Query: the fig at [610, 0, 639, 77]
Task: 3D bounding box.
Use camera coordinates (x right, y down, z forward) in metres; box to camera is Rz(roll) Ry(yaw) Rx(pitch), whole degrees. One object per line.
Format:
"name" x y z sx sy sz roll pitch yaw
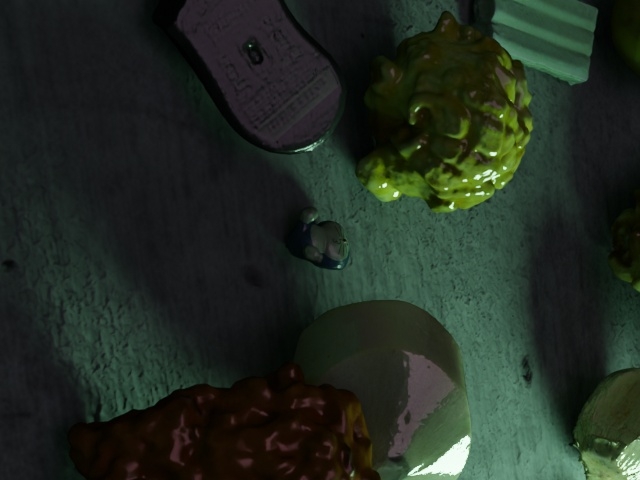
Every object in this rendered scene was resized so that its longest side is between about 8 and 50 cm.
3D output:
"fig" 0.541 -0.314 2.082 0.230 0.207 0.207 30 69 -38

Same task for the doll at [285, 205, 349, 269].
"doll" 0.000 0.000 1.676 0.083 0.050 0.076 16 60 -40

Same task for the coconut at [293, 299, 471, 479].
"coconut" 0.064 0.187 1.600 0.241 0.241 0.241 1 89 -43

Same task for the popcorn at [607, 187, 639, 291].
"popcorn" 0.548 0.003 2.079 0.252 0.215 0.286 32 65 -42

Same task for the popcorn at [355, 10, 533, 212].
"popcorn" 0.143 -0.151 1.723 0.235 0.217 0.181 70 23 -9

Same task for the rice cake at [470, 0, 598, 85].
"rice cake" 0.297 -0.297 1.960 0.237 0.043 0.127 13 81 -43

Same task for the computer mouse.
"computer mouse" -0.084 -0.212 1.575 0.147 0.088 0.264 -40 117 -16

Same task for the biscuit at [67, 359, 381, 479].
"biscuit" -0.077 0.294 1.438 0.318 0.110 0.312 -16 81 -6

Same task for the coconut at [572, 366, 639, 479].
"coconut" 0.453 0.269 2.010 0.194 0.194 0.194 1 89 -43
